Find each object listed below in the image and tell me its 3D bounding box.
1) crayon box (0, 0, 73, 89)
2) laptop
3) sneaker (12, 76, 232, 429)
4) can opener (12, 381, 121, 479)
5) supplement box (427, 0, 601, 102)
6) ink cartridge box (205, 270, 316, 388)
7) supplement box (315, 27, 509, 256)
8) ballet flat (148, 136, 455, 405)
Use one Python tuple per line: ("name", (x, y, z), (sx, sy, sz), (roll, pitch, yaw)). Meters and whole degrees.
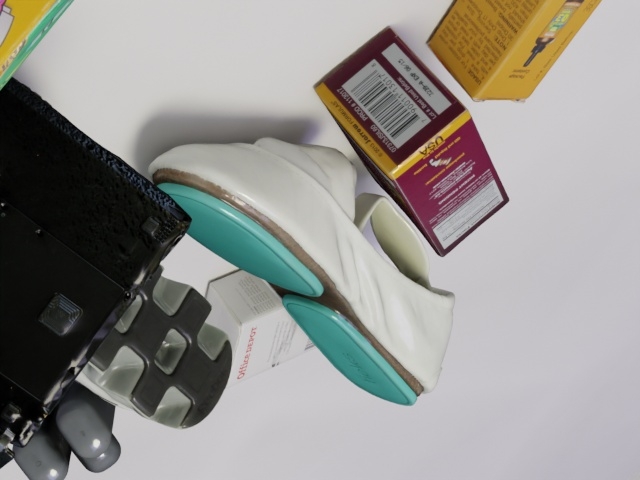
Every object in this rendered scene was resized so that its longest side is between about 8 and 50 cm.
("crayon box", (-0.256, -0.082, 0.719), (0.278, 0.165, 0.081), (-46, -170, 16))
("laptop", (-0.254, 0.020, 0.883), (0.264, 0.234, 0.136), (-54, -165, -7))
("sneaker", (-0.201, 0.011, 1.005), (0.122, 0.146, 0.330), (-56, 136, -25))
("can opener", (-0.183, 0.142, 1.160), (0.074, 0.093, 0.280), (-37, -177, -3))
("supplement box", (0.182, -0.216, 1.159), (0.078, 0.080, 0.233), (-4, 136, -47))
("ink cartridge box", (-0.038, 0.063, 1.346), (0.135, 0.056, 0.099), (-22, 149, -30))
("supplement box", (0.079, -0.076, 1.220), (0.081, 0.104, 0.188), (-39, 154, 0))
("ballet flat", (0.000, 0.000, 1.210), (0.139, 0.139, 0.400), (-40, 139, 4))
